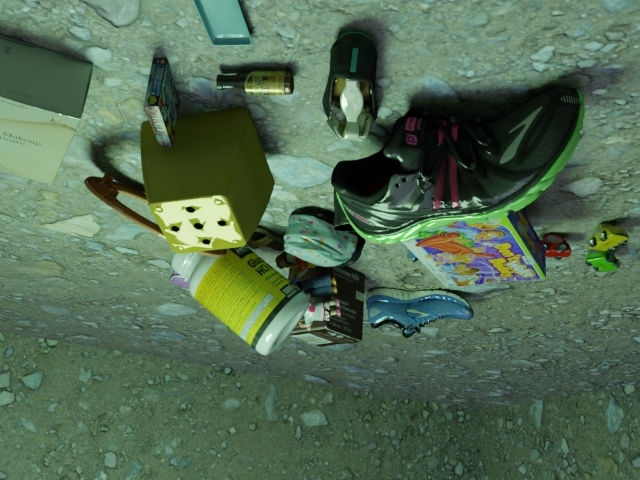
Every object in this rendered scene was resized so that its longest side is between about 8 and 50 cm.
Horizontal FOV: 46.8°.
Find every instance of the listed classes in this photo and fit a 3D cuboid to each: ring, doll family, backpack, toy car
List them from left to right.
[{"bbox_3d":[-0.346,-0.061,1.594,0.336,0.032,0.336,31,-175,-3],"label":"ring"},{"bbox_3d":[-0.041,0.102,1.974,0.163,0.263,0.118,-7,-160,-4],"label":"doll family"},{"bbox_3d":[0.000,0.000,1.784,0.182,0.115,0.151,25,154,-34],"label":"backpack"},{"bbox_3d":[0.652,0.021,1.783,0.239,0.053,0.225,-14,152,41],"label":"toy car"}]

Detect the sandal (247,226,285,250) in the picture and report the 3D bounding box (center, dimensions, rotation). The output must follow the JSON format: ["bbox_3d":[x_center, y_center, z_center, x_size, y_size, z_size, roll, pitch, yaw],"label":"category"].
[{"bbox_3d":[-0.156,0.002,1.910,0.072,0.049,0.180,-16,151,42],"label":"sandal"}]

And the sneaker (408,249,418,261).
[{"bbox_3d":[0.323,0.027,1.830,0.209,0.082,0.069,1,157,5],"label":"sneaker"}]

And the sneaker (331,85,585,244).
[{"bbox_3d":[0.220,-0.138,1.280,0.482,0.185,0.202,-24,129,31],"label":"sneaker"}]

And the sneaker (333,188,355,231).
[{"bbox_3d":[0.105,-0.092,1.518,0.083,0.118,0.222,17,156,-28],"label":"sneaker"}]

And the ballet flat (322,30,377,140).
[{"bbox_3d":[0.046,-0.225,1.219,0.095,0.096,0.280,2,159,6],"label":"ballet flat"}]

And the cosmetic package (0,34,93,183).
[{"bbox_3d":[-0.526,-0.222,1.331,0.160,0.113,0.309,14,158,-23],"label":"cosmetic package"}]

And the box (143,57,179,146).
[{"bbox_3d":[-0.270,-0.234,1.268,0.027,0.094,0.137,5,159,1],"label":"box"}]

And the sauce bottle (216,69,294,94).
[{"bbox_3d":[-0.109,-0.262,1.232,0.128,0.042,0.042,0,158,8],"label":"sauce bottle"}]

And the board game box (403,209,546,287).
[{"bbox_3d":[0.317,-0.006,1.555,0.233,0.078,0.347,-8,153,28],"label":"board game box"}]

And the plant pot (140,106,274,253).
[{"bbox_3d":[-0.216,-0.095,1.382,0.212,0.187,0.212,-6,140,10],"label":"plant pot"}]

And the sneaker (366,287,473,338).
[{"bbox_3d":[0.303,0.233,2.272,0.329,0.147,0.130,0,158,10],"label":"sneaker"}]

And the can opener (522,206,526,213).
[{"bbox_3d":[0.412,-0.049,1.623,0.093,0.074,0.280,-2,157,17],"label":"can opener"}]

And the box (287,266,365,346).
[{"bbox_3d":[0.012,0.184,2.128,0.167,0.203,0.168,-13,153,39],"label":"box"}]

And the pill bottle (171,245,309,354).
[{"bbox_3d":[-0.207,0.118,1.869,0.334,0.188,0.188,38,161,10],"label":"pill bottle"}]

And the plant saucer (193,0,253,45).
[{"bbox_3d":[-0.148,-0.345,1.065,0.067,0.018,0.192,1,158,9],"label":"plant saucer"}]

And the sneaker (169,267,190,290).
[{"bbox_3d":[-0.337,0.101,2.137,0.161,0.102,0.282,26,151,-37],"label":"sneaker"}]
